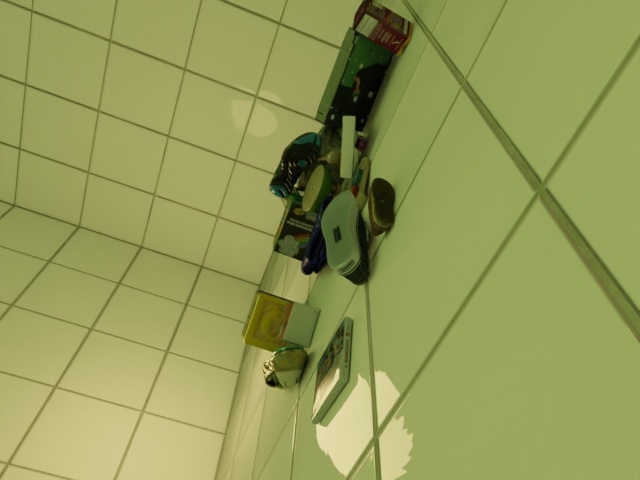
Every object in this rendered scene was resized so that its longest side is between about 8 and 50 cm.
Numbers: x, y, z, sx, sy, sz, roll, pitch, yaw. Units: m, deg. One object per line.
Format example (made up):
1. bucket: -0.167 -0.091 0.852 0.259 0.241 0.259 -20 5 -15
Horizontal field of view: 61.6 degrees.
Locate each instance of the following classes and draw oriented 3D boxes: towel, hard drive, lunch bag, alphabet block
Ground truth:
1. towel: 0.000 0.000 1.865 0.308 0.076 0.228 117 171 -77
2. hard drive: 0.127 -0.575 1.956 0.064 0.237 0.339 37 116 33
3. lunch bag: 0.021 -0.352 2.259 0.235 0.169 0.287 140 143 -70
4. alphabet block: -0.168 0.299 1.958 0.197 0.193 0.192 173 114 -80

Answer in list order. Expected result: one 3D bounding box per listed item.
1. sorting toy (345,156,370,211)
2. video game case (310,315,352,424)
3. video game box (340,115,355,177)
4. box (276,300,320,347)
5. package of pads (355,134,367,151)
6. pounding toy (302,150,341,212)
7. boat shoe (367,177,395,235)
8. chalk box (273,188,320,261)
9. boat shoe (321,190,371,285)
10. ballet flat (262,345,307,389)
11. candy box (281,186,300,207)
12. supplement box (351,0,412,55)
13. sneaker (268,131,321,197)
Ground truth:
1. sorting toy: 0.082 -0.099 1.760 0.229 0.041 0.307 -81 13 -49
2. video game case: 0.027 0.312 1.292 0.183 0.023 0.201 -82 13 -50
3. video game box: 0.096 -0.322 1.863 0.187 0.048 0.205 -51 -36 -80
4. box: -0.076 0.277 1.771 0.170 0.091 0.130 141 147 -74
5. package of pads: 0.145 -0.351 1.940 0.083 0.032 0.050 -98 25 -72
6. pounding toy: 0.026 -0.202 1.998 0.183 0.110 0.237 -2 69 70
7. boat shoe: 0.140 -0.084 1.301 0.178 0.064 0.060 -84 17 -45
8. chalk box: -0.061 -0.079 2.156 0.179 0.180 0.289 -108 39 -75
9. boat shoe: 0.079 -0.010 1.384 0.113 0.105 0.306 -36 32 18
10. ballet flat: -0.112 0.412 1.699 0.348 0.123 0.123 130 158 -65
11. candy box: -0.096 -0.112 2.343 0.233 0.071 0.159 65 172 -5
12. supplement box: 0.208 -0.721 1.805 0.081 0.188 0.104 -50 21 47
13. sneaker: -0.102 -0.320 2.112 0.341 0.125 0.140 -46 22 43
